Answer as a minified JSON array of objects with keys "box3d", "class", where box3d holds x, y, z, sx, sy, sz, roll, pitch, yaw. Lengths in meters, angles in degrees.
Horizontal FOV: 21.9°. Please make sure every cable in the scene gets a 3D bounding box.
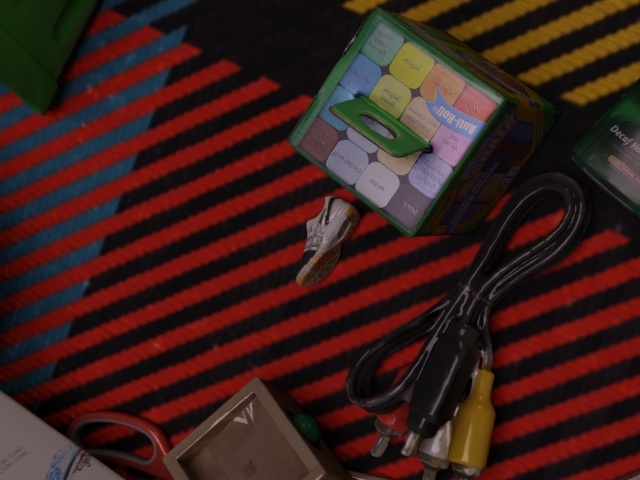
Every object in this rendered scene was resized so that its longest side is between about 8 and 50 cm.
[{"box3d":[0.123,0.069,1.377,0.139,0.072,0.287,27,88,36],"class":"cable"}]

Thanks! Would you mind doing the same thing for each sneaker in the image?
[{"box3d":[0.000,0.000,1.425,0.037,0.032,0.083,38,99,31],"class":"sneaker"}]

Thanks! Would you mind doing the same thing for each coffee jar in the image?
[{"box3d":[0.286,-0.107,1.283,0.096,0.079,0.184,41,104,16],"class":"coffee jar"}]

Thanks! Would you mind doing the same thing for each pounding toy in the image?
[{"box3d":[-0.029,0.198,1.403,0.141,0.100,0.130,-41,60,6],"class":"pounding toy"}]

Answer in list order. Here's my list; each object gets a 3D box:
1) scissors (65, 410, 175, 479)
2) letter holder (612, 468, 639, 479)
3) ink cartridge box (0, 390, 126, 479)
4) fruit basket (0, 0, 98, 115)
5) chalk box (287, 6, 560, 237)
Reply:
[{"box3d":[-0.097,0.219,1.465,0.297,0.021,0.109,6,91,23],"class":"scissors"},{"box3d":[0.212,0.314,1.278,0.302,0.152,0.214,-33,77,18],"class":"letter holder"},{"box3d":[-0.259,0.300,1.401,0.270,0.197,0.198,32,132,18],"class":"ink cartridge box"},{"box3d":[-0.409,-0.229,1.471,0.392,0.283,0.392,-2,76,9],"class":"fruit basket"},{"box3d":[0.076,-0.091,1.292,0.132,0.213,0.132,38,103,16],"class":"chalk box"}]
